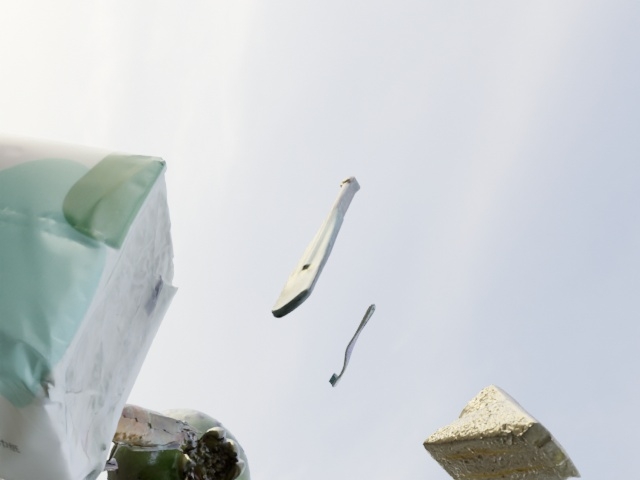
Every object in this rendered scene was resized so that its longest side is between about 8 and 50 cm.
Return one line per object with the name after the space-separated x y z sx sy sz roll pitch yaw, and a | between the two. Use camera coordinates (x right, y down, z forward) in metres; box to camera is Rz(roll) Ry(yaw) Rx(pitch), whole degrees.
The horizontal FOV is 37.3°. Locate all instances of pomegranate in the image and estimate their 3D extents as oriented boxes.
-0.228 0.365 1.520 0.242 0.242 0.306 54 -26 30 | pomegranate

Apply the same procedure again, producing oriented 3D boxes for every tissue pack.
-0.326 0.040 0.821 0.356 0.266 0.194 10 -45 8 | tissue pack

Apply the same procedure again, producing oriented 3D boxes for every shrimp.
-0.260 0.267 1.258 0.143 0.251 0.052 -42 -128 19 | shrimp

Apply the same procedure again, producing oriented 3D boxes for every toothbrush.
0.039 0.127 1.145 0.013 0.011 0.131 42 -57 28 | toothbrush

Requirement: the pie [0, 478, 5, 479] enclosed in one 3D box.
-0.397 0.325 1.089 0.339 0.083 0.339 32 -33 24 | pie

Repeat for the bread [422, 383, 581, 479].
0.175 0.214 0.936 0.077 0.105 0.152 47 0 -7 | bread

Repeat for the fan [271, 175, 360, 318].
0.000 0.000 1.092 0.057 0.282 0.023 -37 -76 31 | fan
